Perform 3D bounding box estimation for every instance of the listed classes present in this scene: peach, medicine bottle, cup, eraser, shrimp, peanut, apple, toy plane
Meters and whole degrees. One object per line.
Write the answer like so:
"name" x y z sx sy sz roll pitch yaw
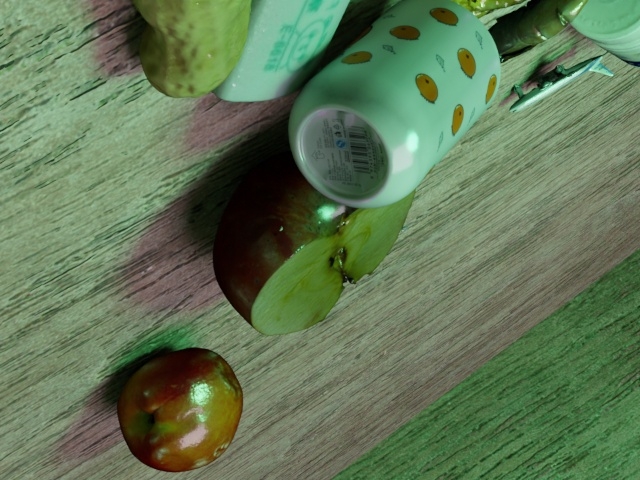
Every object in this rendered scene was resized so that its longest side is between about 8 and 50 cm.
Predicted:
"peach" -0.242 0.294 1.936 0.243 0.199 0.243 -40 149 -31
"medicine bottle" 0.578 -0.433 2.009 0.190 0.190 0.332 -51 155 19
"cup" 0.101 -0.188 1.524 0.317 0.212 0.212 -48 167 -48
"eraser" -0.032 -0.318 1.362 0.189 0.104 0.290 -29 154 -48
"shrimp" 0.327 -0.369 1.724 0.178 0.075 0.289 -62 -165 -24
"peanut" -0.146 -0.279 1.222 0.147 0.147 0.319 -29 160 -30
"apple" 0.000 0.000 1.726 0.329 0.295 0.365 -3 159 4
"toy plane" 0.469 -0.315 2.159 0.226 0.058 0.226 -21 180 -5

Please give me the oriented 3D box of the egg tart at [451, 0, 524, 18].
"egg tart" 0.272 -0.434 1.625 0.297 0.132 0.297 -33 149 -23

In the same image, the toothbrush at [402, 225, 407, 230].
"toothbrush" 0.151 -0.019 2.263 0.097 0.006 0.008 -14 134 -48
